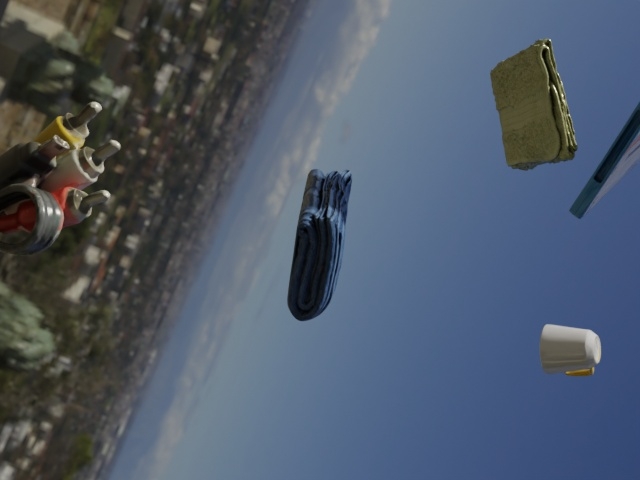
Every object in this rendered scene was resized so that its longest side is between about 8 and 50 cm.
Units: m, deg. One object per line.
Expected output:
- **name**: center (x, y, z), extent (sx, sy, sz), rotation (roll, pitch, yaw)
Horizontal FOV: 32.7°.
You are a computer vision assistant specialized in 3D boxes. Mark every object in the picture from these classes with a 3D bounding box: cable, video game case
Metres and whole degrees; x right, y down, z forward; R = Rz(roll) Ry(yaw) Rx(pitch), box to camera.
- **cable**: center (-0.299, -0.012, 0.976), extent (0.287, 0.072, 0.140), rotation (-28, -127, 26)
- **video game case**: center (0.274, -0.102, 0.910), extent (0.119, 0.015, 0.166), rotation (-37, 159, -40)

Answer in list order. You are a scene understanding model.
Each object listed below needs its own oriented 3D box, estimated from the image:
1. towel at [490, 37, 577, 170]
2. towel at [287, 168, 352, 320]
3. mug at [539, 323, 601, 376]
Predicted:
- **towel**: center (0.189, -0.119, 0.990), extent (0.148, 0.027, 0.110), rotation (179, -103, -83)
- **towel**: center (0.000, 0.000, 0.650), extent (0.119, 0.029, 0.067), rotation (-83, -178, -72)
- **mug**: center (0.314, 0.136, 1.354), extent (0.078, 0.064, 0.062), rotation (18, 71, -59)
